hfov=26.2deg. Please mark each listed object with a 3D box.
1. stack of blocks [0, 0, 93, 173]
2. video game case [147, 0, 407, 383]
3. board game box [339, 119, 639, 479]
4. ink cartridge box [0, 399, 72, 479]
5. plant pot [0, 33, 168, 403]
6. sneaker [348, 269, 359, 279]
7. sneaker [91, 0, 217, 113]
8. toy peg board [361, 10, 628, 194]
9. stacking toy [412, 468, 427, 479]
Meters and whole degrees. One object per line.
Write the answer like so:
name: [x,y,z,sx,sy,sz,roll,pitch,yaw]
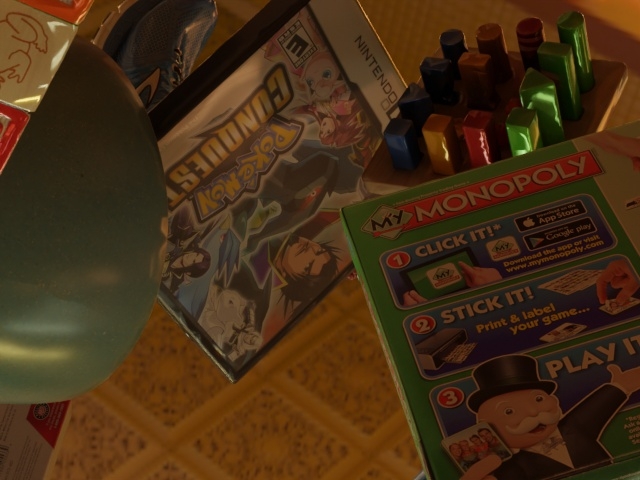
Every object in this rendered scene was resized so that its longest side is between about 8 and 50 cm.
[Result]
stack of blocks: [-0.138,-0.178,0.488,0.171,0.297,0.087,21,-154,-27]
video game case: [-0.036,-0.049,1.122,0.275,0.248,0.035,-44,-137,-9]
board game box: [0.186,0.018,0.666,0.317,0.046,0.213,-16,-140,0]
ink cartridge box: [-0.369,0.207,1.479,0.175,0.072,0.127,17,-117,-3]
plant pot: [-0.281,-0.018,0.992,0.290,0.290,0.195,43,-154,30]
sneaker: [0.000,0.000,1.496,0.225,0.088,0.092,-4,-144,24]
sneaker: [-0.165,-0.110,1.333,0.147,0.129,0.330,14,-118,17]
toy peg board: [0.127,-0.108,1.037,0.161,0.079,0.161,11,-128,28]
stacking toy: [0.163,0.417,1.639,0.175,0.165,0.302,31,-142,-8]
